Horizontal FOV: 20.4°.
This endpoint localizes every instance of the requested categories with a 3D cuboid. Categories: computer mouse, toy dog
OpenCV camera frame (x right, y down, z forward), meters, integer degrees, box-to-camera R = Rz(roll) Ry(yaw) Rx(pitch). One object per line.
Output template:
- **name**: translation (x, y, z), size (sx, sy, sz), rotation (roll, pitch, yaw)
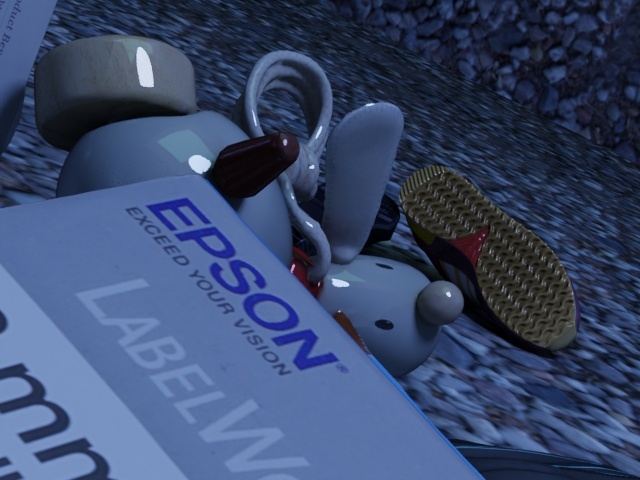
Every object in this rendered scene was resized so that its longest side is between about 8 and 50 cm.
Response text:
- **computer mouse**: translation (0.000, 0.000, 1.304), size (0.071, 0.041, 0.242), rotation (28, 20, 13)
- **toy dog**: translation (-0.014, -0.006, 0.937), size (0.161, 0.220, 0.334), rotation (-12, -1, 35)

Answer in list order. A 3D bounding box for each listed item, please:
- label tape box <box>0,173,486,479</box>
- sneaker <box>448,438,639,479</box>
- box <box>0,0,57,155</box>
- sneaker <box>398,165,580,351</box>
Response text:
- **label tape box**: translation (-0.014, 0.107, 0.340), size (0.348, 0.115, 0.249), rotation (-15, 51, -43)
- **sneaker**: translation (0.161, 0.146, 0.821), size (0.267, 0.101, 0.106), rotation (20, 11, -16)
- **box**: translation (-0.253, -0.100, 0.914), size (0.182, 0.181, 0.119), rotation (31, 14, 32)
- **sneaker**: translation (0.135, 0.022, 1.361), size (0.185, 0.070, 0.084), rotation (51, -6, 29)
